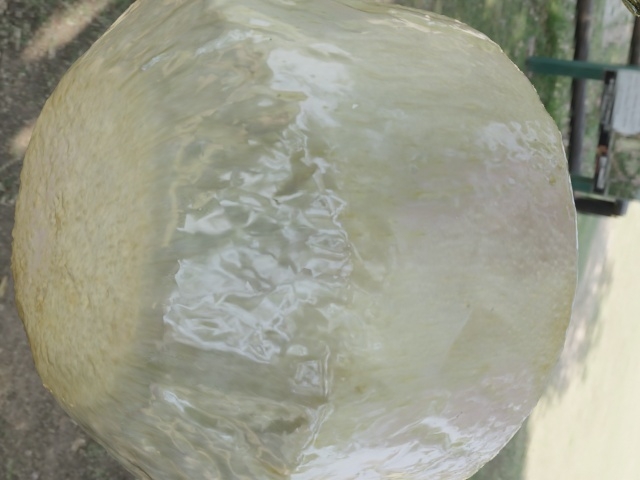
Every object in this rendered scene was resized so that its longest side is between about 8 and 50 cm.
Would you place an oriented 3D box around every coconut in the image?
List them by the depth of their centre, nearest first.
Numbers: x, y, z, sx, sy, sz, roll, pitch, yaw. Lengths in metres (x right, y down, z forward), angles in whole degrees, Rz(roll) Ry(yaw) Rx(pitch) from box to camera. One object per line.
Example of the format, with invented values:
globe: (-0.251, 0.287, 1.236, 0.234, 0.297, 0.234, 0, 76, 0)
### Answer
coconut: (0.000, 0.000, 0.509, 0.329, 0.328, 0.329, -31, 128, -50)

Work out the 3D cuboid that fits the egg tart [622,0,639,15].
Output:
egg tart: (0.336, -0.267, 0.643, 0.095, 0.279, 0.279, -17, 119, -33)
